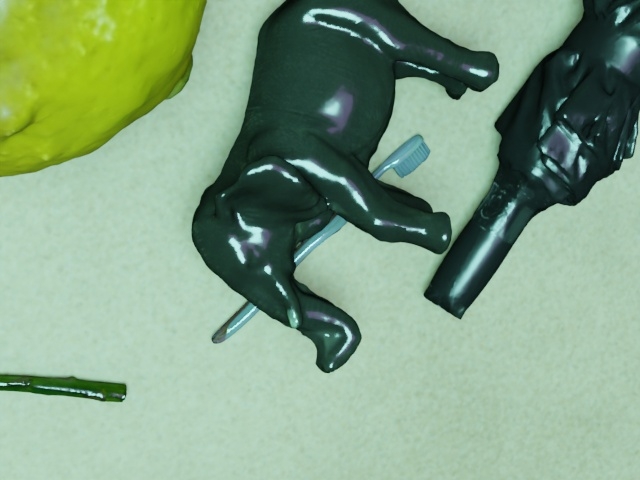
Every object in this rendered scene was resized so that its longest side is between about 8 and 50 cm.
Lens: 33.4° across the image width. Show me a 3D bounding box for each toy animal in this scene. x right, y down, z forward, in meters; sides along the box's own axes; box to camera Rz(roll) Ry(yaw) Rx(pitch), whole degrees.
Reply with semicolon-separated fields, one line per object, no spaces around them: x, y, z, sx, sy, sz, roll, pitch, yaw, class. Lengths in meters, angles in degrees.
0.009;-0.047;0.646;0.146;0.114;0.245;18;70;-13;toy animal

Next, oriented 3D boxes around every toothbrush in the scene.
0.000;0.000;0.699;0.193;0.013;0.019;-43;116;-6;toothbrush

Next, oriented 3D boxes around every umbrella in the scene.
0.172;-0.097;0.698;0.118;0.118;0.340;30;99;-19;umbrella

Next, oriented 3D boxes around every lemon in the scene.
-0.184;-0.148;0.508;0.288;0.233;0.234;24;92;-30;lemon

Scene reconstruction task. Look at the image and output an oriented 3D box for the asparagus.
-0.201;0.090;0.654;0.162;0.016;0.016;4;118;-18;asparagus
